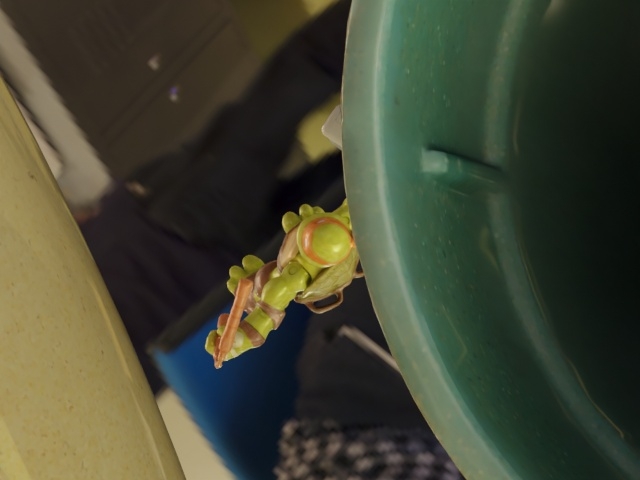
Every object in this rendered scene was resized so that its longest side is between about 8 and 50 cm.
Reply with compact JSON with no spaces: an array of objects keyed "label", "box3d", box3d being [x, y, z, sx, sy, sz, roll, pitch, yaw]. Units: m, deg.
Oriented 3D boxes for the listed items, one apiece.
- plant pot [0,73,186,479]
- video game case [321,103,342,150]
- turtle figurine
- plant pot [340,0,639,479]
[{"label":"plant pot","box3d":[-0.156,0.061,0.464,0.274,0.256,0.256,52,156,-3]},{"label":"video game case","box3d":[0.113,0.003,0.894,0.212,0.023,0.193,36,-177,18]},{"label":"turtle figurine","box3d":[0.000,0.000,1.221,0.087,0.269,0.217,33,170,-5]},{"label":"plant pot","box3d":[0.223,-0.027,0.542,0.341,0.341,0.334,31,-174,21]}]
